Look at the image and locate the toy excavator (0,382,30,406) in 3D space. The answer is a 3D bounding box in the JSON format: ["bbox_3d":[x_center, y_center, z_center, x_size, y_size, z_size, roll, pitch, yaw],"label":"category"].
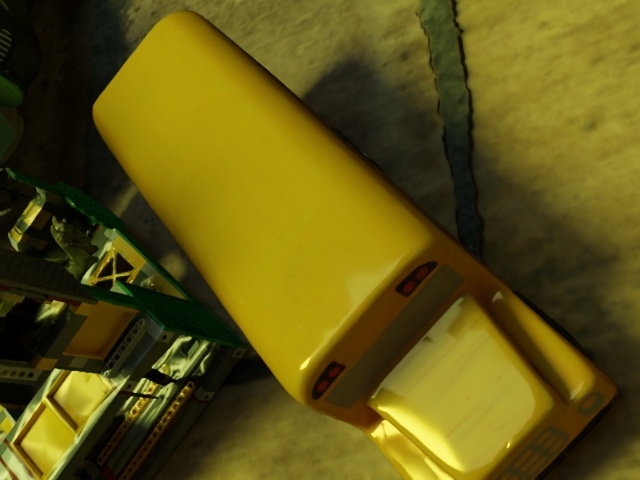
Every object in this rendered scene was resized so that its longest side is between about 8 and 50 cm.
[{"bbox_3d":[-0.508,0.096,0.680,0.433,0.222,0.445,-43,61,9],"label":"toy excavator"}]

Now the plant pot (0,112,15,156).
[{"bbox_3d":[-0.361,-0.103,0.631,0.234,0.165,0.166,20,65,24],"label":"plant pot"}]

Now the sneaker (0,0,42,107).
[{"bbox_3d":[-0.324,-0.322,0.814,0.202,0.185,0.483,-29,52,12],"label":"sneaker"}]

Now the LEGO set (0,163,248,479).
[{"bbox_3d":[-0.220,0.067,0.503,0.255,0.331,0.192,38,94,20],"label":"LEGO set"}]

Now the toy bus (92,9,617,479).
[{"bbox_3d":[0.000,0.000,0.475,0.108,0.130,0.333,-48,50,7],"label":"toy bus"}]

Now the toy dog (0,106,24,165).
[{"bbox_3d":[-0.466,-0.071,0.819,0.333,0.161,0.220,3,71,36],"label":"toy dog"}]
